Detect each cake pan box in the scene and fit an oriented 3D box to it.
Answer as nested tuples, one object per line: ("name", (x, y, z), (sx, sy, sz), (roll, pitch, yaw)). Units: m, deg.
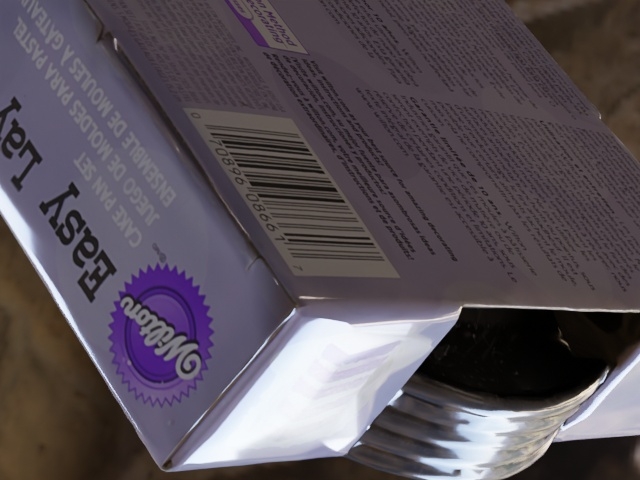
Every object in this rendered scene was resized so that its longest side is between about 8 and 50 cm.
("cake pan box", (-0.008, -0.046, 0.604), (0.246, 0.267, 0.070), (0, 136, -51))
